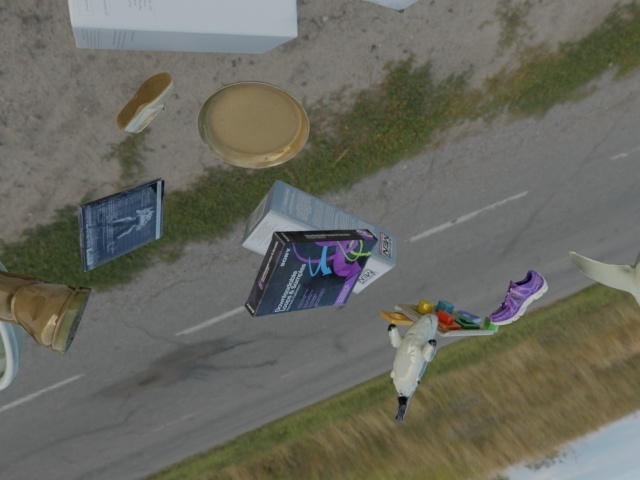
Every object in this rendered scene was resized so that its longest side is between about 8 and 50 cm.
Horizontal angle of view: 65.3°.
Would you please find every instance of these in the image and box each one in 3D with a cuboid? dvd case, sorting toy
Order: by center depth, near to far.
[{"bbox_3d":[-0.447,-0.040,1.137,0.221,0.018,0.164,-34,145,-50],"label":"dvd case"},{"bbox_3d":[0.315,0.190,1.276,0.348,0.196,0.047,6,101,-35],"label":"sorting toy"}]

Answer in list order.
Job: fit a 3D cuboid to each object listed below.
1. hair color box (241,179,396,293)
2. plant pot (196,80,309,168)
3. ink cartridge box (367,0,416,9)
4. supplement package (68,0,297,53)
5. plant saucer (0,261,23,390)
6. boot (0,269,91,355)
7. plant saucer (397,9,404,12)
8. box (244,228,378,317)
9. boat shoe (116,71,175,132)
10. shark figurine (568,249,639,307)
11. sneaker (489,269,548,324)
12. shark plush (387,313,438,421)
[{"bbox_3d":[0.000,0.000,1.356,0.375,0.113,0.185,24,140,-20],"label":"hair color box"},{"bbox_3d":[-0.142,-0.247,1.066,0.237,0.032,0.236,-3,144,-2],"label":"plant pot"},{"bbox_3d":[0.132,-0.776,1.136,0.286,0.394,0.166,-5,-179,-34],"label":"ink cartridge box"},{"bbox_3d":[-0.199,-0.368,0.705,0.293,0.177,0.175,-6,-167,-22],"label":"supplement package"},{"bbox_3d":[-0.706,0.107,0.984,0.400,0.400,0.100,-44,179,37],"label":"plant saucer"},{"bbox_3d":[-0.447,0.066,0.634,0.270,0.089,0.236,22,164,-24],"label":"boot"},{"bbox_3d":[0.137,-0.743,1.400,0.278,0.277,0.041,8,132,-46],"label":"plant saucer"},{"bbox_3d":[-0.009,0.041,0.646,0.162,0.029,0.116,-2,126,-40],"label":"box"},{"bbox_3d":[-0.383,-0.307,1.123,0.170,0.063,0.059,-37,158,15],"label":"boat shoe"},{"bbox_3d":[0.339,-0.012,0.423,0.116,0.166,0.278,-51,162,-21],"label":"shark figurine"},{"bbox_3d":[0.477,0.139,1.235,0.170,0.071,0.068,-44,-170,-1],"label":"sneaker"},{"bbox_3d":[0.141,0.187,0.721,0.073,0.161,0.067,3,-178,33],"label":"shark plush"}]
